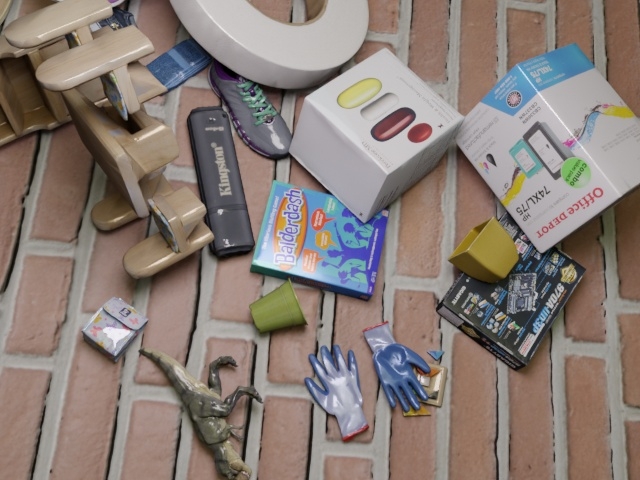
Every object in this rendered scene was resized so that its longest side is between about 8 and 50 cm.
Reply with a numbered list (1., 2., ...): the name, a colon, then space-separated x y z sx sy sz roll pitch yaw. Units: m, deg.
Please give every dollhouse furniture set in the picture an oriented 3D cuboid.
1. dollhouse furniture set: -0.393 -0.166 1.145 0.256 0.362 0.394 -30 50 -18

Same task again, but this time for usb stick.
1. usb stick: -0.173 -0.103 1.310 0.077 0.045 0.278 -10 73 -11

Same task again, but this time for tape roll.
1. tape roll: -0.091 -0.456 1.355 0.392 0.072 0.392 14 62 -27

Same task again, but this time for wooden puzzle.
1. wooden puzzle: 0.174 0.236 1.264 0.078 0.014 0.116 8 70 -6

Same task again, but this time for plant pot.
1. plant pot: 0.279 0.024 1.267 0.083 0.081 0.081 43 70 -3
2. plant pot: -0.072 0.114 1.240 0.079 0.083 0.083 -21 75 -2

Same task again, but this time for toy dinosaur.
1. toy dinosaur: -0.166 0.244 1.187 0.118 0.064 0.268 -34 76 -11

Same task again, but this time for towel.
1. towel: -0.261 -0.318 1.379 0.119 0.029 0.067 -40 80 -18

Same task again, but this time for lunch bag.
1. lunch bag: -0.325 0.136 1.202 0.071 0.053 0.083 37 61 3

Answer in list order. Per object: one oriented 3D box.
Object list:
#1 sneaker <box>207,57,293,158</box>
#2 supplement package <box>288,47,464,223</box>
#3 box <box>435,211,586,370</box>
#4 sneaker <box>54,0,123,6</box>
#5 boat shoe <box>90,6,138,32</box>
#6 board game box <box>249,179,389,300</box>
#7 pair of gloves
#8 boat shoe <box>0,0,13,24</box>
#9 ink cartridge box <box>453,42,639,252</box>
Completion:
1. sneaker: -0.126 -0.244 1.337 0.083 0.098 0.223 -36 80 -18
2. supplement package: 0.092 -0.181 1.297 0.194 0.149 0.203 44 59 13
3. box: 0.332 0.085 1.320 0.175 0.051 0.220 36 70 5
4. sneaker: -0.364 -0.470 1.346 0.305 0.152 0.114 -22 109 -31
5. boat shoe: -0.397 -0.411 1.377 0.083 0.065 0.183 -27 80 -25
6. board game box: 0.000 0.000 1.300 0.210 0.047 0.160 14 70 -4
7. pair of gloves: 0.080 0.225 1.243 0.198 0.023 0.159 -23 76 -10
8. boat shoe: -0.651 -0.381 1.303 0.109 0.098 0.302 39 70 5
9. ink cartridge box: 0.411 -0.160 1.311 0.197 0.198 0.270 -26 76 -39
